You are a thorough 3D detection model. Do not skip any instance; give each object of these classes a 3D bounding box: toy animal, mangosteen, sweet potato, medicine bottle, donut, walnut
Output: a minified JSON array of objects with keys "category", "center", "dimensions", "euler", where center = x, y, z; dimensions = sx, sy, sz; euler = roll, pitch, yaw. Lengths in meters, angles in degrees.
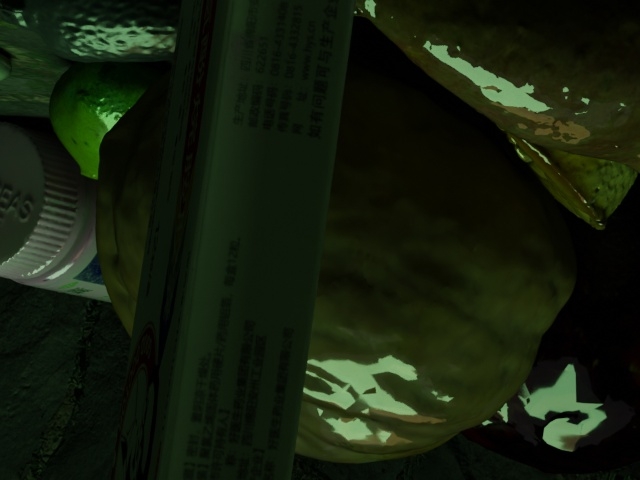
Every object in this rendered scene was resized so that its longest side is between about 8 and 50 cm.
[{"category":"toy animal","center":[-0.112,-0.160,1.108],"dimensions":[0.210,0.121,0.117],"euler":[23,-137,15]},{"category":"mangosteen","center":[0.230,0.035,1.537],"dimensions":[0.359,0.306,0.306],"euler":[-34,-160,-33]},{"category":"sweet potato","center":[0.157,-0.104,0.961],"dimensions":[0.337,0.131,0.131],"euler":[19,169,-28]},{"category":"medicine bottle","center":[-0.286,-0.027,2.036],"dimensions":[0.178,0.178,0.291],"euler":[4,173,32]},{"category":"donut","center":[0.134,-0.088,1.107],"dimensions":[0.178,0.065,0.162],"euler":[43,-174,-44]},{"category":"walnut","center":[0.001,-0.003,1.273],"dimensions":[0.344,0.306,0.306],"euler":[22,173,-5]}]

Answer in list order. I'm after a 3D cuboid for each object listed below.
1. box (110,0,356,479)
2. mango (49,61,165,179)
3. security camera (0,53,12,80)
[{"category":"box","center":[-0.044,-0.021,0.886],"dimensions":[0.069,0.353,0.214],"euler":[7,175,-11]},{"category":"mango","center":[-0.177,-0.105,1.522],"dimensions":[0.119,0.100,0.178],"euler":[10,167,-2]},{"category":"security camera","center":[-0.421,-0.150,1.534],"dimensions":[0.302,0.080,0.157],"euler":[7,174,-18]}]
